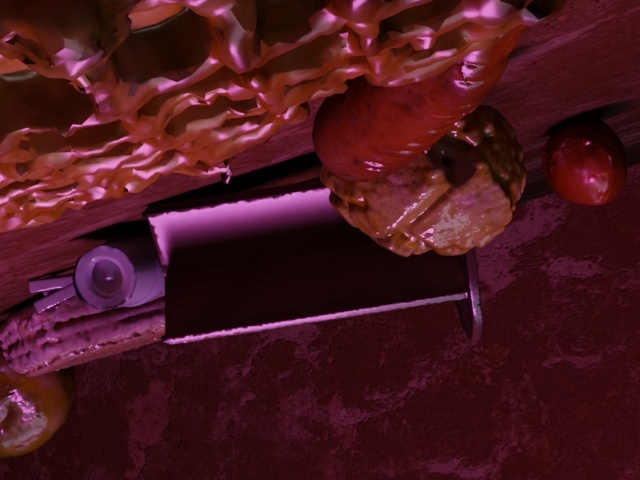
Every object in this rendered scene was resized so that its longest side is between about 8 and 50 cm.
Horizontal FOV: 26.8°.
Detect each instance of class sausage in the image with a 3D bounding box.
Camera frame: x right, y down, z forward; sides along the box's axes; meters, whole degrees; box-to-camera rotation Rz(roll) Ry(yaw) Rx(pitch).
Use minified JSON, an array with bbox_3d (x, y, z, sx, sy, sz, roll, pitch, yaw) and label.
[{"bbox_3d":[0.268,-0.081,1.370,0.089,0.089,0.179,-19,-174,12],"label":"sausage"}]

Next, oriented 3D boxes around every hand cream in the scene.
[{"bbox_3d":[-0.125,0.012,1.153,0.085,0.058,0.331,-34,178,13],"label":"hand cream"}]

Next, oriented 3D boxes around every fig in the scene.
[{"bbox_3d":[-0.374,0.182,1.621,0.167,0.167,0.233,-18,170,3],"label":"fig"}]

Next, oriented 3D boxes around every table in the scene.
[{"bbox_3d":[-0.007,0.010,0.991,0.227,0.167,0.167,-9,176,0],"label":"table"}]

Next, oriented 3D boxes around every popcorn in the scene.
[{"bbox_3d":[0.063,-0.047,0.795,0.116,0.121,0.106,-49,161,-46],"label":"popcorn"}]

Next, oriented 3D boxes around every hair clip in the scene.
[{"bbox_3d":[-0.204,0.032,1.214,0.115,0.030,0.039,-16,-165,-4],"label":"hair clip"}]

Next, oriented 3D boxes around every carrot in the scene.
[{"bbox_3d":[0.048,-0.075,0.628,0.059,0.059,0.248,-17,174,-19],"label":"carrot"}]

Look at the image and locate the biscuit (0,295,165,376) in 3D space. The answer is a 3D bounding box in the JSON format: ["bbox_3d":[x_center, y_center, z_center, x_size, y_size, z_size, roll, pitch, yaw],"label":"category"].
[{"bbox_3d":[-0.144,0.059,1.511,0.426,0.078,0.144,-16,175,-35],"label":"biscuit"}]

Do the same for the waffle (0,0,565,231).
[{"bbox_3d":[-0.055,-0.052,0.436,0.249,0.056,0.253,-15,174,-30],"label":"waffle"}]
